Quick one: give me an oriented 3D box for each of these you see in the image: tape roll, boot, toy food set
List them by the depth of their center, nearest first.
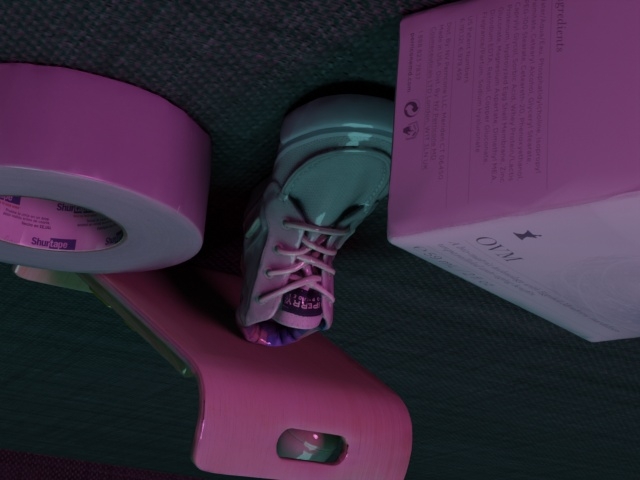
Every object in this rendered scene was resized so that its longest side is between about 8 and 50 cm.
[{"bbox_3d":[0.000,0.000,0.886,0.095,0.123,0.258,8,161,-10],"label":"boot"},{"bbox_3d":[-0.185,-0.043,0.890,0.219,0.072,0.219,4,161,1],"label":"tape roll"},{"bbox_3d":[-0.093,0.098,1.045,0.220,0.092,0.306,16,-167,-44],"label":"toy food set"}]

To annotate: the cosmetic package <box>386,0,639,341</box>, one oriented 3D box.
[{"bbox_3d":[0.192,-0.043,0.692,0.225,0.138,0.224,-12,156,38],"label":"cosmetic package"}]
